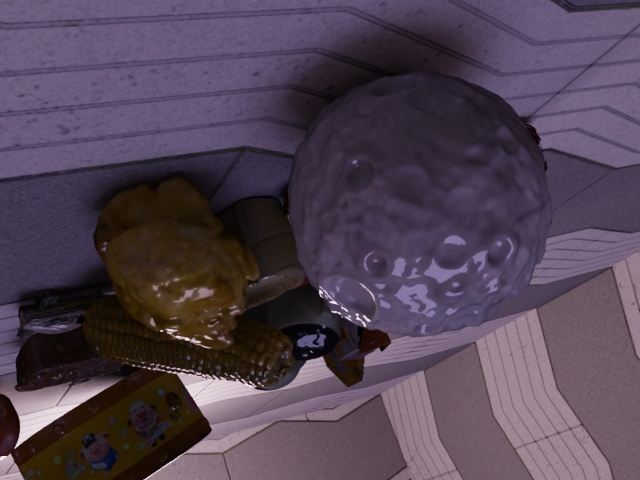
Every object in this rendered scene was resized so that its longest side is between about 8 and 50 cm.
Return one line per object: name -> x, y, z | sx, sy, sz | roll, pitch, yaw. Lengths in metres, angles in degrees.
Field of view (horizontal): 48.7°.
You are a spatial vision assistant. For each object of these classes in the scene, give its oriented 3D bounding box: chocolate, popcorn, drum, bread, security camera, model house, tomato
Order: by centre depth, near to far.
popcorn -> -0.196, 0.042, 0.967 | 0.191, 0.253, 0.190 | -46, -165, 30
bread -> -0.105, 0.026, 1.136 | 0.134, 0.141, 0.148 | 4, 150, -46
chocolate -> -0.470, 0.212, 1.343 | 0.214, 0.093, 0.148 | -5, 154, -38
security camera -> -0.064, 0.175, 1.442 | 0.197, 0.191, 0.277 | 23, 136, -28
tomato -> -0.733, 0.402, 1.519 | 0.214, 0.181, 0.155 | -25, 179, 35
drum -> -0.487, 0.475, 1.667 | 0.431, 0.214, 0.431 | -32, 175, -3
model house -> 0.096, 0.240, 1.792 | 0.136, 0.219, 0.207 | -36, 156, 24

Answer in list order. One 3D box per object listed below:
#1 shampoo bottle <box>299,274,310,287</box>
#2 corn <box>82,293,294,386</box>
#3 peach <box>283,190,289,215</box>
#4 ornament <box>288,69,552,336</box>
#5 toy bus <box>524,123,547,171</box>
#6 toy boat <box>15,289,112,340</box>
shampoo bottle -> -0.001, 0.002, 1.267 | 0.085, 0.085, 0.244 | -8, 156, -30
corn -> -0.216, 0.154, 1.117 | 0.363, 0.121, 0.120 | 8, 167, 17
peach -> -0.017, -0.065, 1.118 | 0.083, 0.050, 0.077 | -2, 177, -22
ornament -> 0.130, -0.048, 0.892 | 0.337, 0.337, 0.337 | -18, 160, -7
toy bus -> 0.277, -0.109, 1.226 | 0.234, 0.096, 0.073 | -31, 160, 32
toy boat -> -0.409, 0.119, 1.198 | 0.210, 0.066, 0.084 | -8, 158, -33
